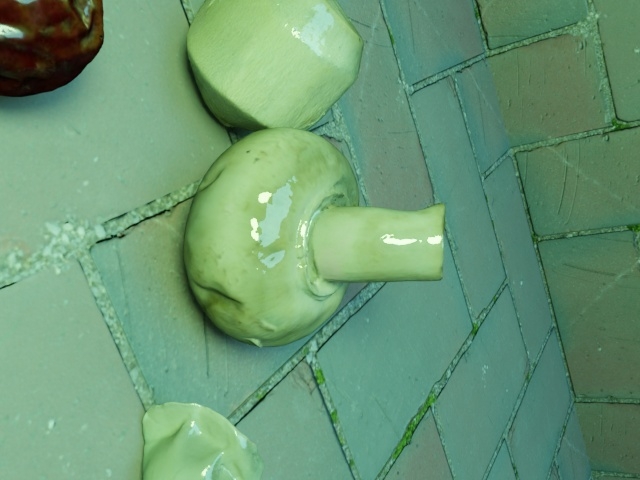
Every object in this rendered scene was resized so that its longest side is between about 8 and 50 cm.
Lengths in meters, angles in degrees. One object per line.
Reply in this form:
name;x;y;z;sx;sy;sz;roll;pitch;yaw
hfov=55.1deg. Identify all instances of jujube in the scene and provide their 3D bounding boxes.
jujube;-0.336;-0.239;0.599;0.243;0.183;0.184;0;83;-46

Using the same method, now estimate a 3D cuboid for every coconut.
coconut;-0.076;-0.276;0.912;0.245;0.247;0.245;45;21;-22

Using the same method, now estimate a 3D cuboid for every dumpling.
dumpling;-0.139;0.305;0.769;0.124;0.151;0.229;-56;131;-78

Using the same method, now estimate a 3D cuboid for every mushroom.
mushroom;-0.026;-0.016;0.882;0.356;0.315;0.315;-23;105;-14
